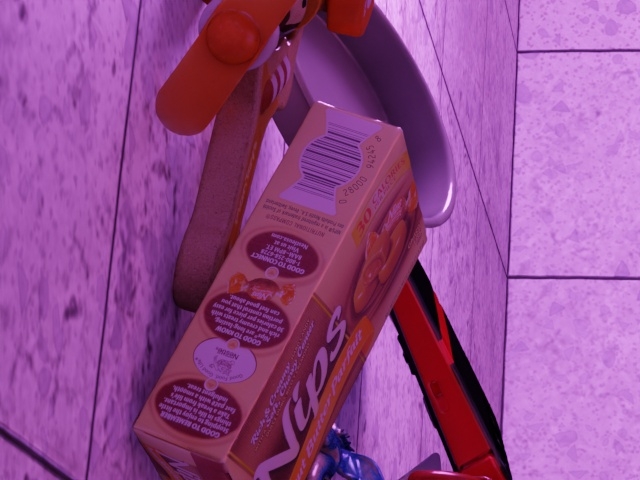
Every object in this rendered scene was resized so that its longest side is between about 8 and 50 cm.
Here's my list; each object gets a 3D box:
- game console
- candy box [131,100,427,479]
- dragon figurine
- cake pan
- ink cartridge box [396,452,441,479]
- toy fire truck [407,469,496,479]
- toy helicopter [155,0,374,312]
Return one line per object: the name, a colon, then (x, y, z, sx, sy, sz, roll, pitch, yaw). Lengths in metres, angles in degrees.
game console: (0.118, 0.111, 2.253, 0.342, 0.060, 0.386, 63, 4, -6)
candy box: (-0.024, 0.069, 1.600, 0.316, 0.087, 0.183, -61, 157, -23)
dragon figurine: (-0.001, 0.198, 1.760, 0.144, 0.085, 0.289, 56, -2, -26)
cake pan: (0.028, -0.134, 1.882, 0.293, 0.054, 0.293, 44, 29, -33)
ink cartridge box: (0.124, 0.443, 2.275, 0.207, 0.119, 0.353, -33, 130, -33)
toy fire truck: (0.058, 0.257, 1.989, 0.246, 0.217, 0.158, 42, 48, -55)
toy helicopter: (-0.059, -0.114, 1.587, 0.235, 0.140, 0.355, 34, 70, -84)
